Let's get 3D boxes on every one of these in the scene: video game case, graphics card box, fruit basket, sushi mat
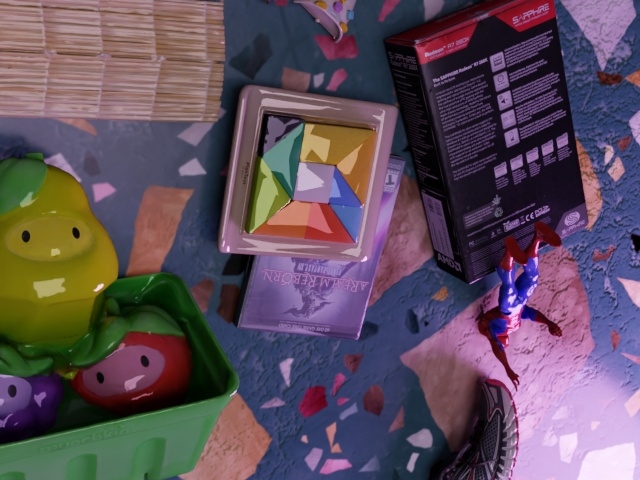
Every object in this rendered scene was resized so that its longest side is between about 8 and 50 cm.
[{"bbox_3d":[0.000,0.000,1.350,0.196,0.026,0.274,9,101,-29],"label":"video game case"},{"bbox_3d":[0.246,-0.150,1.388,0.233,0.094,0.371,-26,115,-18],"label":"graphics card box"},{"bbox_3d":[-0.303,0.105,1.109,0.392,0.283,0.392,-16,130,-20],"label":"fruit basket"},{"bbox_3d":[-0.263,-0.217,1.150,0.316,0.019,0.151,-2,105,-27],"label":"sushi mat"}]

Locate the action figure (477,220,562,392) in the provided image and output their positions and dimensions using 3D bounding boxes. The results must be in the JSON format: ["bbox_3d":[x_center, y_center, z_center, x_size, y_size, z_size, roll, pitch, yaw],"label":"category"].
[{"bbox_3d":[0.303,0.111,1.420,0.091,0.139,0.280,-24,152,-17],"label":"action figure"}]

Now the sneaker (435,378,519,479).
[{"bbox_3d":[0.243,0.366,1.541,0.112,0.121,0.299,12,92,1],"label":"sneaker"}]

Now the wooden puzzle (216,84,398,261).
[{"bbox_3d":[-0.011,-0.081,1.279,0.238,0.044,0.221,3,104,-28],"label":"wooden puzzle"}]

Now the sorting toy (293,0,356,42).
[{"bbox_3d":[0.019,-0.314,1.258,0.083,0.045,0.075,39,67,-31],"label":"sorting toy"}]

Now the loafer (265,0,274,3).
[{"bbox_3d":[-0.084,-0.363,1.173,0.061,0.062,0.170,-43,119,-3],"label":"loafer"}]
